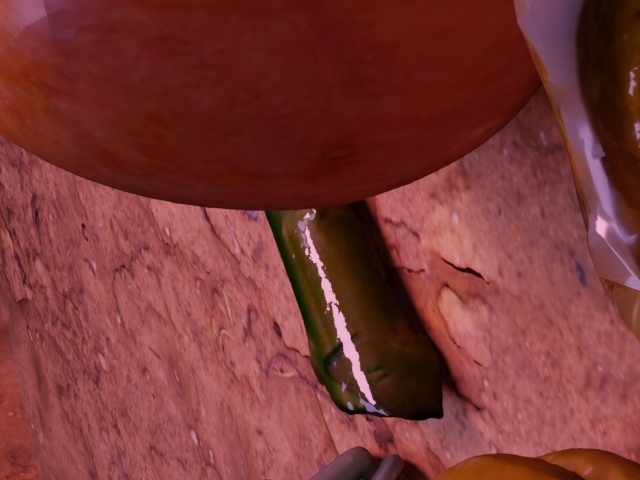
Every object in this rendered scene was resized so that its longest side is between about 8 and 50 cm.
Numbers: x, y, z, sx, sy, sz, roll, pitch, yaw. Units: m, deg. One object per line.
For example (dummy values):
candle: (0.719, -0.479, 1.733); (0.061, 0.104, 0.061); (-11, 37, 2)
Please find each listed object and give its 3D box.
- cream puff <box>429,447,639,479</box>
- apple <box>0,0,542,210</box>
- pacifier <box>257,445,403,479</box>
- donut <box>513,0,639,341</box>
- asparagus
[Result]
cream puff: (0.152, 0.275, 0.924); (0.257, 0.291, 0.324); (0, 91, 39)
apple: (-0.056, -0.205, 0.953); (0.391, 0.347, 0.391); (167, 90, -68)
pacifier: (0.007, 0.317, 1.398); (0.269, 0.288, 0.343); (40, 132, 1)
donut: (0.180, -0.050, 0.655); (0.330, 0.160, 0.330); (157, 90, -83)
asparagus: (0.002, 0.000, 1.321); (0.085, 0.082, 0.343); (102, 148, -58)
